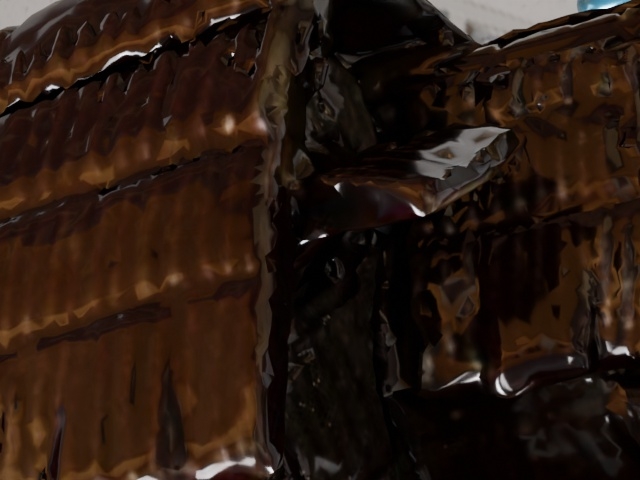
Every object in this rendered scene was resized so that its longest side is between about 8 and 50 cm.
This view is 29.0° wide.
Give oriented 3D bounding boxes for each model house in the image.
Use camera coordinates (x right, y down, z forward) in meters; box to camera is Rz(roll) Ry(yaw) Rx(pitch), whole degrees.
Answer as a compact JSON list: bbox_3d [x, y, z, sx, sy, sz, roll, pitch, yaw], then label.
[{"bbox_3d":[0.015,0.026,0.414,0.297,0.317,0.283,-33,-73,-63],"label":"model house"}]

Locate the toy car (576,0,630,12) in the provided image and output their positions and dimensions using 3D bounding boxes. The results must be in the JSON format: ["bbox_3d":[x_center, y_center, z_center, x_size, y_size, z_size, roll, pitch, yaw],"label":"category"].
[{"bbox_3d":[0.246,-0.210,0.820,0.255,0.188,0.190,26,-108,14],"label":"toy car"}]
